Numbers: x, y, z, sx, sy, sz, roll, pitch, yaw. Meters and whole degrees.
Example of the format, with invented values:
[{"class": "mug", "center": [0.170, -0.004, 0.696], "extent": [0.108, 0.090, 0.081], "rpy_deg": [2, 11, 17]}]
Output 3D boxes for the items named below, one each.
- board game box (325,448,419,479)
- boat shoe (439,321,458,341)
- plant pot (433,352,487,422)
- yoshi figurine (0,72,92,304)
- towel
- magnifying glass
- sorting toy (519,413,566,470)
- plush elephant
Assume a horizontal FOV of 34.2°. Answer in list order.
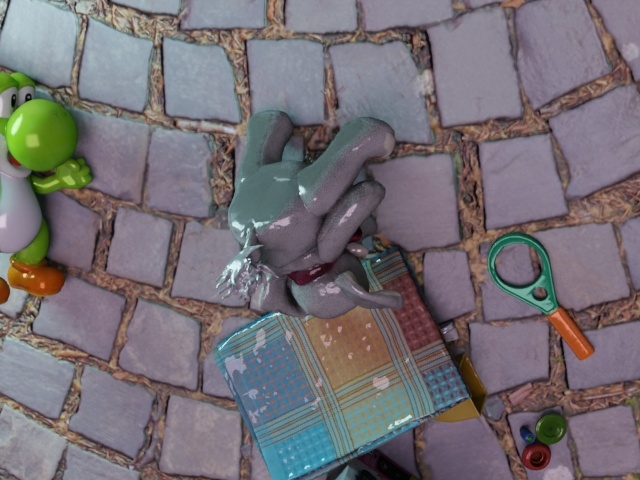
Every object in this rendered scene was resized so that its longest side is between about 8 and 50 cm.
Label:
[{"class": "board game box", "center": [0.141, 0.475, 1.654], "extent": [0.303, 0.224, 0.097], "rpy_deg": [37, 109, -1]}, {"class": "boat shoe", "center": [0.173, 0.165, 1.652], "extent": [0.100, 0.035, 0.035], "rpy_deg": [-27, 97, 12]}, {"class": "plant pot", "center": [0.204, 0.241, 1.645], "extent": [0.083, 0.081, 0.081], "rpy_deg": [-25, 100, 23]}, {"class": "yoshi figurine", "center": [-0.468, -0.077, 1.642], "extent": [0.203, 0.203, 0.362], "rpy_deg": [4, 106, -6]}, {"class": "towel", "center": [0.023, 0.208, 1.647], "extent": [0.370, 0.040, 0.271], "rpy_deg": [-30, 78, 20]}, {"class": "magnifying glass", "center": [0.343, 0.087, 1.598], "extent": [0.092, 0.026, 0.231], "rpy_deg": [-36, 95, 19]}, {"class": "sorting toy", "center": [0.347, 0.315, 1.662], "extent": [0.061, 0.042, 0.102], "rpy_deg": [22, 99, -11]}, {"class": "plush elephant", "center": [0.000, 0.000, 1.529], "extent": [0.271, 0.330, 0.255], "rpy_deg": [3, 149, 40]}]
